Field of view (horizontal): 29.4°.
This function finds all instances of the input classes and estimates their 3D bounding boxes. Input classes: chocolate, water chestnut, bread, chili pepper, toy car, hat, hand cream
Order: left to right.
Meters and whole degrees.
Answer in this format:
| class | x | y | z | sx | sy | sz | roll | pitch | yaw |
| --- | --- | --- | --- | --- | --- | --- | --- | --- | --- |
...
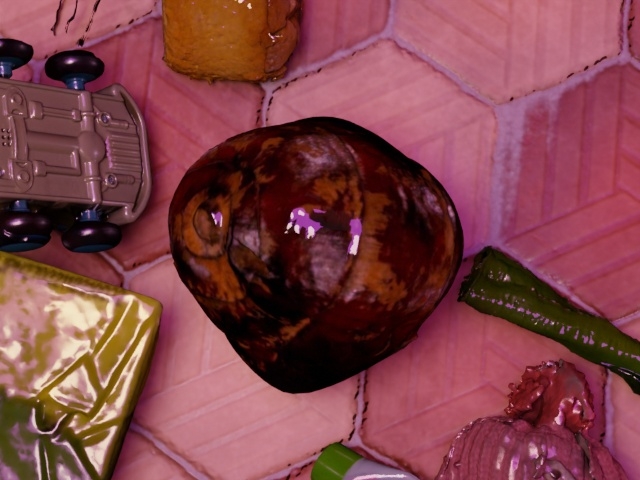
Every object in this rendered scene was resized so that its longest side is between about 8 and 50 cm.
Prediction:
| class | x | y | z | sx | sy | sz | roll | pitch | yaw |
| --- | --- | --- | --- | --- | --- | --- | --- | --- | --- |
| chocolate | -0.330 | 0.159 | 1.212 | 0.300 | 0.137 | 0.289 | 18 | 82 | 4 |
| toy car | -0.314 | -0.075 | 1.219 | 0.198 | 0.247 | 0.204 | -15 | 78 | 39 |
| bread | -0.096 | -0.303 | 1.273 | 0.160 | 0.147 | 0.261 | 2 | 81 | 0 |
| water chestnut | 0.000 | 0.000 | 1.169 | 0.289 | 0.289 | 0.244 | 28 | 55 | 6 |
| hand cream | 0.107 | 0.282 | 1.160 | 0.275 | 0.050 | 0.079 | 30 | 126 | 31 |
| hat | 0.203 | 0.251 | 1.185 | 0.236 | 0.107 | 0.287 | 13 | 78 | 21 |
| chili pepper | 0.310 | 0.109 | 1.226 | 0.359 | 0.076 | 0.085 | 25 | 44 | 4 |

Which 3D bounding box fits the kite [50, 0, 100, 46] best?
| class | x | y | z | sx | sy | sz | roll | pitch | yaw |
| --- | --- | --- | --- | --- | --- | --- | --- | --- | --- |
| kite | -0.222 | -0.342 | 1.305 | 0.015 | 0.152 | 0.286 | 23 | 87 | -34 |
